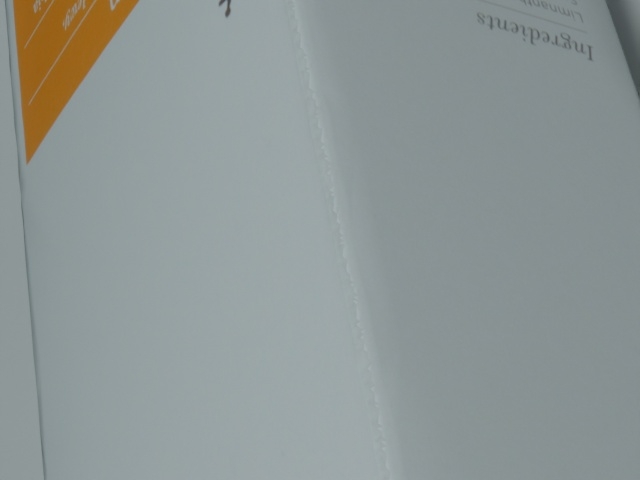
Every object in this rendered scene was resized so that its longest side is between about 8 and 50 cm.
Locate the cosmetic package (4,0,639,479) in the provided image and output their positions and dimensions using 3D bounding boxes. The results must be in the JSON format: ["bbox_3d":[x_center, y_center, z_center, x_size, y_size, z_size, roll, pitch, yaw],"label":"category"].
[{"bbox_3d":[0.000,0.000,0.620,0.230,0.161,0.453,-45,46,42],"label":"cosmetic package"}]
